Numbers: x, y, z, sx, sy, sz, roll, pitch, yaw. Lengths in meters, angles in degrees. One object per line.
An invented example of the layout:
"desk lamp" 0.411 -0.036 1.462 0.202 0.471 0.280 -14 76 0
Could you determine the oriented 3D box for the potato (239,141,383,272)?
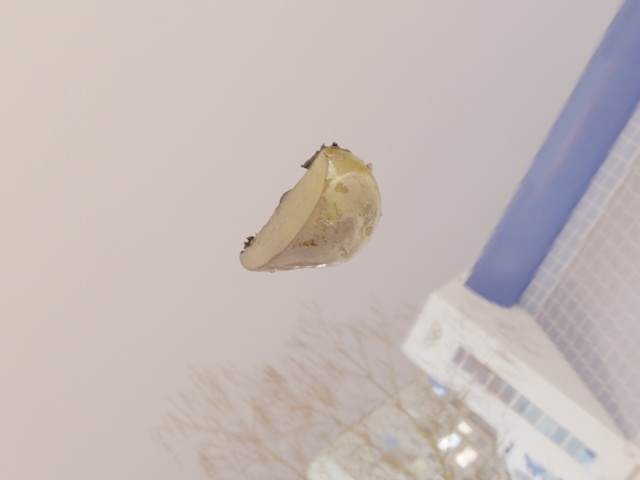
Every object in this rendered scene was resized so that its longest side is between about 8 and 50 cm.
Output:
"potato" 0.000 0.000 0.990 0.100 0.089 0.172 24 -57 -31
